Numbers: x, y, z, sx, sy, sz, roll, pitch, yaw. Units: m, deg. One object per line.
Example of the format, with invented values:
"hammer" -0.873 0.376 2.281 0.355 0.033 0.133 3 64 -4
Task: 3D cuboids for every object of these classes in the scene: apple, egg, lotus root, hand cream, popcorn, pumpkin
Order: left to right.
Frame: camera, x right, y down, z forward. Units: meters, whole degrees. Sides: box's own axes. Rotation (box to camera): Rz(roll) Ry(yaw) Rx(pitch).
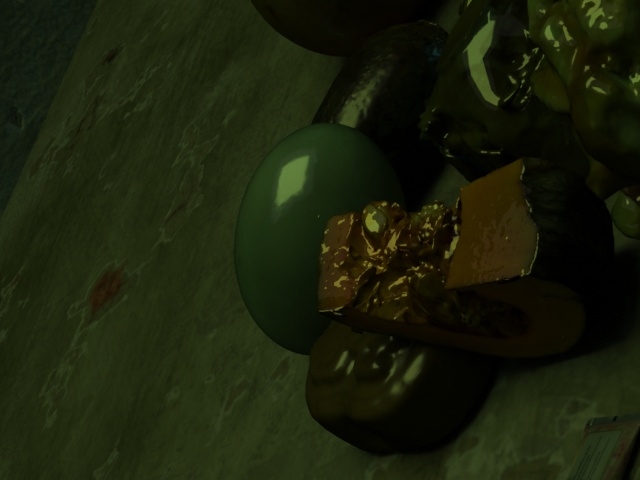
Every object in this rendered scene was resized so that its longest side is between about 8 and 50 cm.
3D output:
"egg" 0.000 0.000 1.773 0.203 0.203 0.283 -123 36 -65
"apple" 0.018 -0.448 2.241 0.338 0.305 0.338 -43 26 27
"lotus root" 0.084 -0.156 1.917 0.275 0.160 0.152 -60 14 -12
"pumpkin" 0.141 0.012 1.446 0.190 0.280 0.139 101 179 -60
"hand cream" 0.223 0.237 1.292 0.067 0.043 0.210 -17 38 51
"popcorn" 0.329 -0.160 1.318 0.279 0.335 0.274 -3 66 49

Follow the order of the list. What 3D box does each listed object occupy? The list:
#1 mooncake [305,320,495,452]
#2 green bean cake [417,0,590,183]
"mooncake" 0.086 0.111 1.616 0.235 0.117 0.235 -44 26 29
"green bean cake" 0.225 -0.202 1.667 0.310 0.202 0.285 -59 22 -12
